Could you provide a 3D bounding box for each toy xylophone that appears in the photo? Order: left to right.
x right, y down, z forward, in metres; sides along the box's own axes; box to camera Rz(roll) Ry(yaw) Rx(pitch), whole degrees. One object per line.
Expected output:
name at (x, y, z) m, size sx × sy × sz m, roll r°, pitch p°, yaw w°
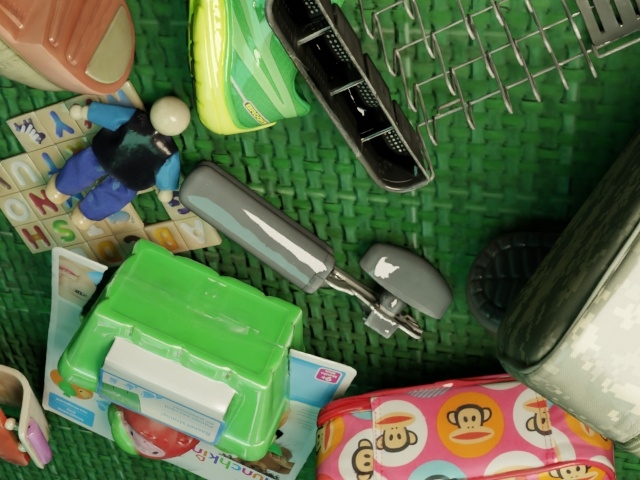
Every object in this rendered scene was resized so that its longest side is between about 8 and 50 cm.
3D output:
toy xylophone at (-0.475, 0.210, 1.206) m, size 0.323 × 0.081 × 0.236 m, roll 7°, pitch 147°, yaw 12°

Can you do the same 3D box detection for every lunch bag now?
lunch bag at (0.153, 0.245, 0.989) m, size 0.293 × 0.120 × 0.258 m, roll -7°, pitch 144°, yaw 11°
lunch bag at (0.313, 0.039, 0.678) m, size 0.256 × 0.212 × 0.305 m, roll 35°, pitch 89°, yaw 1°

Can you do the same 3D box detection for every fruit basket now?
fruit basket at (-0.161, 0.176, 1.063) m, size 0.327 × 0.165 × 0.353 m, roll 24°, pitch 134°, yaw 0°

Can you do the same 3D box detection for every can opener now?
can opener at (0.000, 0.000, 0.941) m, size 0.283 × 0.076 × 0.095 m, roll 36°, pitch 98°, yaw -9°

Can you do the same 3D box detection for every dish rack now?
dish rack at (0.120, -0.171, 0.704) m, size 0.272 × 0.074 × 0.208 m, roll -23°, pitch 129°, yaw 19°

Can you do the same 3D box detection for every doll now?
doll at (-0.195, -0.083, 0.933) m, size 0.189 × 0.046 × 0.129 m, roll -31°, pitch 108°, yaw 35°

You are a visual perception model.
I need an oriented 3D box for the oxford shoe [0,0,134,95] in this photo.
oxford shoe at (-0.309, -0.232, 0.735) m, size 0.147 × 0.140 × 0.397 m, roll 1°, pitch 152°, yaw 26°

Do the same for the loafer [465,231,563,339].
loafer at (0.318, 0.071, 0.853) m, size 0.366 × 0.133 × 0.130 m, roll 12°, pitch 159°, yaw 20°

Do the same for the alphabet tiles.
alphabet tiles at (-0.246, -0.054, 1.011) m, size 0.237 × 0.009 × 0.198 m, roll -12°, pitch 122°, yaw 26°

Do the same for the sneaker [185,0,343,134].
sneaker at (-0.043, -0.226, 0.760) m, size 0.124 × 0.109 × 0.295 m, roll -4°, pitch 126°, yaw -15°
